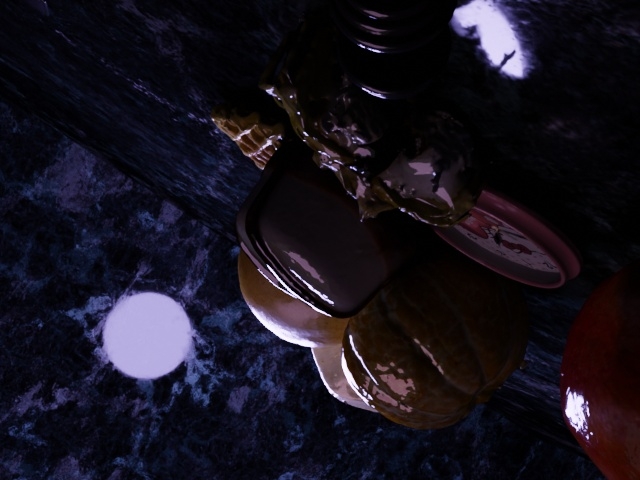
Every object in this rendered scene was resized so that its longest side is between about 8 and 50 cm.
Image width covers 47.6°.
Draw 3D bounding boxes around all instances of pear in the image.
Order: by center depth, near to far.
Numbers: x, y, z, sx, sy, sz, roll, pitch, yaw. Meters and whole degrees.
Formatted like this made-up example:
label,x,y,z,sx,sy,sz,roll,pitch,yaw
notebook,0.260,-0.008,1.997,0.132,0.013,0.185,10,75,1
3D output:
label,x,y,z,sx,sy,sz,roll,pitch,yaw
pear,-0.006,0.057,1.389,0.314,0.314,0.314,30,170,6

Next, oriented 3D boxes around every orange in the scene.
label,x,y,z,sx,sy,sz,roll,pitch,yaw
orange,0.193,0.159,1.194,0.249,0.329,0.329,51,178,21

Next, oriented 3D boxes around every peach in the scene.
label,x,y,z,sx,sy,sz,roll,pitch,yaw
peach,0.371,0.135,0.656,0.308,0.308,0.332,37,174,-29

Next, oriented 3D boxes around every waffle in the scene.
label,x,y,z,sx,sy,sz,roll,pitch,yaw
waffle,-0.059,-0.143,1.239,0.261,0.056,0.250,22,167,32

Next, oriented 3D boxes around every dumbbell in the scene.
label,x,y,z,sx,sy,sz,roll,pitch,yaw
dumbbell,0.058,-0.177,0.579,0.099,0.099,0.208,29,171,13

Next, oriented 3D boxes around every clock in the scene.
label,x,y,z,sx,sy,sz,roll,pitch,yaw
clock,0.233,-0.019,0.965,0.244,0.056,0.244,32,170,7

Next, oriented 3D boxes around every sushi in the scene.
label,x,y,z,sx,sy,sz,roll,pitch,yaw
sushi,0.063,-0.112,0.793,0.291,0.139,0.131,37,161,-25

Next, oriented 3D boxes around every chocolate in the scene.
label,x,y,z,sx,sy,sz,roll,pitch,yaw
chocolate,0.000,0.000,1.082,0.283,0.186,0.283,31,170,6

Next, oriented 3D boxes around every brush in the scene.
label,x,y,z,sx,sy,sz,roll,pitch,yaw
brush,-0.498,-0.428,1.240,0.063,0.016,0.193,33,171,-14

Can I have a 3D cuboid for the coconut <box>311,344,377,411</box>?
label,x,y,z,sx,sy,sz,roll,pitch,yaw
coconut,0.139,0.212,1.622,0.352,0.353,0.352,30,170,6
